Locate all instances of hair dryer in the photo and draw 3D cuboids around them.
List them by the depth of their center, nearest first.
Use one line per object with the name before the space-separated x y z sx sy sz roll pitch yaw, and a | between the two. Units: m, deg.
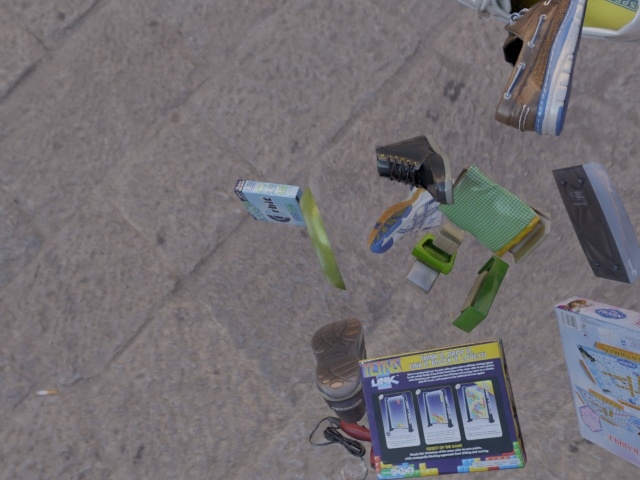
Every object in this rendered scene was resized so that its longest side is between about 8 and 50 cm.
hair dryer | 0.114 0.487 1.571 0.293 0.080 0.224 -32 52 4

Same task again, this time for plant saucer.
plant saucer | 0.000 0.000 1.360 0.037 0.241 0.241 -19 72 1

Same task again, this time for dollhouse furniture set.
dollhouse furniture set | 0.295 0.025 1.255 0.197 0.301 0.151 32 60 7

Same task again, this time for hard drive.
hard drive | 0.574 -0.041 1.298 0.054 0.172 0.255 -23 92 0

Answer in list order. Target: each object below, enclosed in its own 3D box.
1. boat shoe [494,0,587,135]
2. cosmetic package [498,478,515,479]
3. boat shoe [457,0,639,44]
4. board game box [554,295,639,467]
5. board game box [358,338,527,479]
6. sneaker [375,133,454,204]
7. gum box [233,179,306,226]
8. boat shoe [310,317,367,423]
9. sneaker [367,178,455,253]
boat shoe | 0.200 -0.182 0.569 0.066 0.066 0.183 11 67 20
cosmetic package | 0.391 0.668 1.424 0.151 0.184 0.151 -20 112 35
boat shoe | 0.254 -0.331 0.800 0.367 0.156 0.136 40 130 34
board game box | 0.609 0.289 1.200 0.066 0.318 0.318 -20 104 -18
board game box | 0.140 0.198 0.735 0.170 0.048 0.141 -13 77 21
sneaker | 0.168 -0.119 1.139 0.118 0.083 0.222 -10 29 1
gum box | -0.120 -0.099 1.699 0.184 0.157 0.041 8 65 23
boat shoe | 0.049 0.298 1.464 0.132 0.355 0.130 -12 107 9
sneaker | 0.258 -0.058 1.671 0.296 0.112 0.131 -46 113 -1
